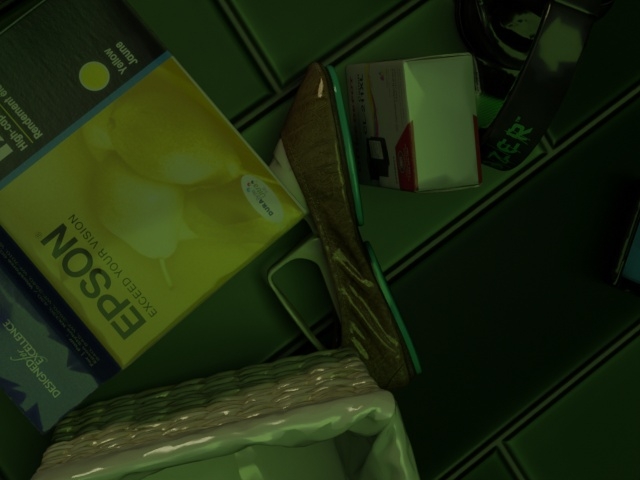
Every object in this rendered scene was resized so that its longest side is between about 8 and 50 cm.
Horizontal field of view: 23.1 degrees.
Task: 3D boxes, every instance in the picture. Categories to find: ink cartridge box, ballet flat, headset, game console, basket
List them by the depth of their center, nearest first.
[{"bbox_3d":[-0.224,-0.040,1.398,0.307,0.072,0.303,-41,93,-17],"label":"ink cartridge box"},{"bbox_3d":[-0.070,0.298,1.427,0.331,0.266,0.328,-14,100,-4],"label":"basket"},{"bbox_3d":[0.089,-0.115,1.534,0.072,0.175,0.127,-8,97,-17],"label":"ink cartridge box"},{"bbox_3d":[0.196,-0.266,1.545,0.185,0.243,0.394,21,69,-9],"label":"headset"},{"bbox_3d":[0.000,0.000,1.559,0.124,0.116,0.342,-16,104,0],"label":"ballet flat"},{"bbox_3d":[0.360,-0.002,1.700,0.071,0.107,0.122,18,87,8],"label":"game console"}]

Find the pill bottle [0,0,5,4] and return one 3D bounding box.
[{"bbox_3d":[-0.329,-0.272,1.374,0.283,0.161,0.161,-38,106,-13],"label":"pill bottle"}]
